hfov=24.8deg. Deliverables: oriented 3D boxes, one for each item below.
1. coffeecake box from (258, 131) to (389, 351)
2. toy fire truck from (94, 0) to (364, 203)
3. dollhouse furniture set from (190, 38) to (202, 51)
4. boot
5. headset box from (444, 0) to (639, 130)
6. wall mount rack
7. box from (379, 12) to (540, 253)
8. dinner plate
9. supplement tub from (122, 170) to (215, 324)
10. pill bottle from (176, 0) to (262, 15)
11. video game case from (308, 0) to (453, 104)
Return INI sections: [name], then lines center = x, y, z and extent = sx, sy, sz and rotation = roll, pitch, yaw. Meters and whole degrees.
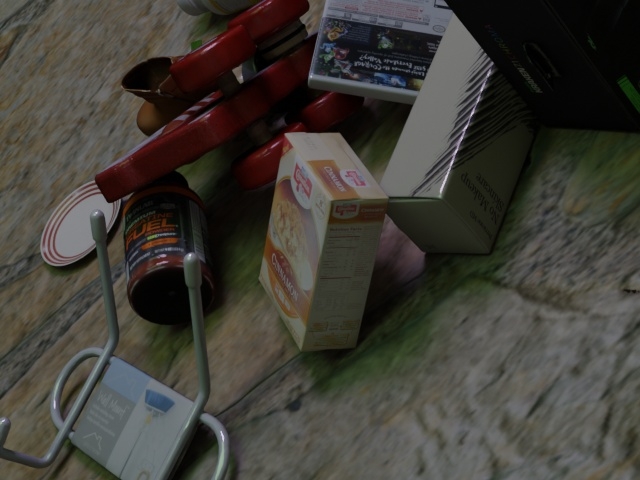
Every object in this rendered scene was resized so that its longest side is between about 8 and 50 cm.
[coffeecake box]
center = 0.000, 0.000, 1.537
extent = 0.142, 0.068, 0.185
rotation = -123, 38, -51
[toy fire truck]
center = -0.111, -0.161, 1.744
extent = 0.254, 0.169, 0.302
rotation = -21, 17, 40
[dollhouse furniture set]
center = -0.096, -0.258, 1.970
extent = 0.151, 0.058, 0.076
rotation = -18, 35, 4
[boot]
center = -0.208, -0.194, 1.897
extent = 0.197, 0.152, 0.073
rotation = -32, 77, 32
[headset box]
center = 0.267, -0.280, 1.480
extent = 0.131, 0.246, 0.283
rotation = 9, 62, 46
[wall mount rack]
center = -0.222, 0.146, 1.618
extent = 0.350, 0.130, 0.304
rotation = 22, 84, 48
[box]
center = 0.163, -0.127, 1.551
extent = 0.094, 0.113, 0.275
rotation = 0, 59, 41
[dinner plate]
center = -0.322, -0.022, 1.972
extent = 0.141, 0.017, 0.141
rotation = -25, 43, 26
[supplement tub]
center = -0.186, 0.001, 1.758
extent = 0.106, 0.106, 0.198
rotation = -32, 40, 17
[pill bottle]
center = -0.115, -0.373, 2.024
extent = 0.184, 0.103, 0.103
rotation = -13, 49, 34
[video game case]
center = 0.093, -0.231, 1.690
extent = 0.190, 0.022, 0.173
rotation = 10, 55, 3
